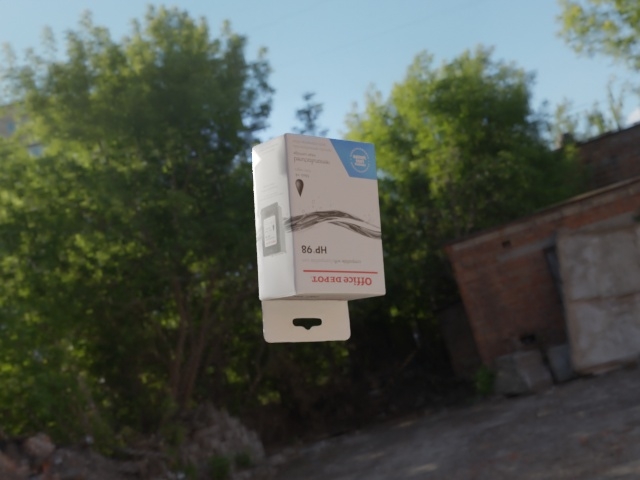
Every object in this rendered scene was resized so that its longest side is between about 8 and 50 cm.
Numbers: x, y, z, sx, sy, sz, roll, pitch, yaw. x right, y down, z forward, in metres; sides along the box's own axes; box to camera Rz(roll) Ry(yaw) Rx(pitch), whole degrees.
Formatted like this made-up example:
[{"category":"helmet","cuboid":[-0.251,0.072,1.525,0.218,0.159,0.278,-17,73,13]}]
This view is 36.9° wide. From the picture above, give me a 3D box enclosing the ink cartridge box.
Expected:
[{"category":"ink cartridge box","cuboid":[0.000,0.000,0.872,0.104,0.180,0.060,2,-11,-37]}]
